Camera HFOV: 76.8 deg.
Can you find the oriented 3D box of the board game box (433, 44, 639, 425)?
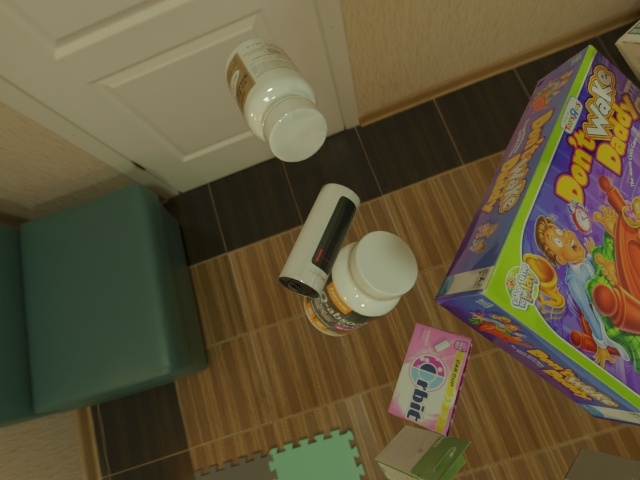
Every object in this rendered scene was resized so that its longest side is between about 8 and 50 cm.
[{"bbox_3d":[0.305,-0.016,0.455,0.233,0.078,0.347,35,69,-8],"label":"board game box"}]

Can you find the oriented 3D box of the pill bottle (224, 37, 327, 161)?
[{"bbox_3d":[-0.079,-0.249,0.719,0.131,0.131,0.229,-31,55,2],"label":"pill bottle"}]

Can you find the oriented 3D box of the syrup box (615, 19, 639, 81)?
[{"bbox_3d":[0.421,-0.239,0.360,0.096,0.093,0.237,35,113,-21],"label":"syrup box"}]

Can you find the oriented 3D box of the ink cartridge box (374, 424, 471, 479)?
[{"bbox_3d":[0.212,0.443,0.805,0.109,0.209,0.062,-31,89,-28],"label":"ink cartridge box"}]

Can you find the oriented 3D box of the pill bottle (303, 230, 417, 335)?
[{"bbox_3d":[0.077,0.098,0.867,0.162,0.278,0.162,9,62,-18],"label":"pill bottle"}]

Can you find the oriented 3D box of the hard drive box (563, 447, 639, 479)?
[{"bbox_3d":[0.478,0.406,0.530,0.232,0.089,0.181,-14,94,51],"label":"hard drive box"}]

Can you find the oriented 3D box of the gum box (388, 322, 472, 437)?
[{"bbox_3d":[0.214,0.258,0.773,0.107,0.062,0.188,13,67,27],"label":"gum box"}]

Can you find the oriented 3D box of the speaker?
[{"bbox_3d":[0.000,0.000,0.490,0.055,0.055,0.136,19,66,14],"label":"speaker"}]
